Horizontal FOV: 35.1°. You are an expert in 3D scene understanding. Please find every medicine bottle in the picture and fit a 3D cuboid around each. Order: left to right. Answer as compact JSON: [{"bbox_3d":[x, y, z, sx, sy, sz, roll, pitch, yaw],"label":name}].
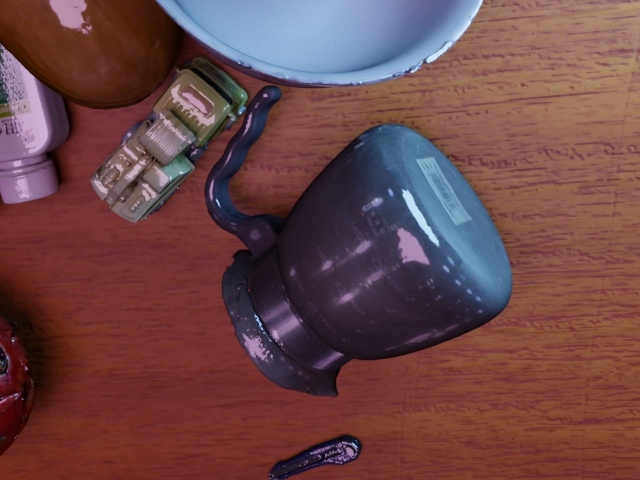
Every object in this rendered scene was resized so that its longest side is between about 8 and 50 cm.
[{"bbox_3d":[-0.343,-0.137,1.119,0.119,0.069,0.183,-7,107,16],"label":"medicine bottle"}]

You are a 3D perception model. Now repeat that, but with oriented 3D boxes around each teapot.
[{"bbox_3d":[0.001,0.015,1.032,0.285,0.223,0.305,-36,111,24],"label":"teapot"}]

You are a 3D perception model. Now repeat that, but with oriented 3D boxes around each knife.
[{"bbox_3d":[-0.008,0.263,1.210,0.121,0.018,0.031,-24,99,16],"label":"knife"}]

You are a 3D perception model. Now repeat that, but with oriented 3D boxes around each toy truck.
[{"bbox_3d":[-0.169,-0.101,1.078,0.085,0.116,0.191,42,108,-6],"label":"toy truck"}]

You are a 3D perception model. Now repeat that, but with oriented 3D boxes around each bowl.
[{"bbox_3d":[-0.025,-0.266,0.959,0.345,0.157,0.345,5,70,-13],"label":"bowl"}]

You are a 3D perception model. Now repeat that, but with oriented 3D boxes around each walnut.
[{"bbox_3d":[-0.254,-0.269,1.002,0.203,0.203,0.298,-30,101,16],"label":"walnut"}]

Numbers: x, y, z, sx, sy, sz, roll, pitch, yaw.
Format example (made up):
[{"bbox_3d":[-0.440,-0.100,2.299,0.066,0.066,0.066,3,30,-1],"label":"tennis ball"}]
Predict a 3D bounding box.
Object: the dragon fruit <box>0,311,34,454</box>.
[{"bbox_3d":[-0.450,0.169,1.146,0.252,0.241,0.241,-33,99,1],"label":"dragon fruit"}]
